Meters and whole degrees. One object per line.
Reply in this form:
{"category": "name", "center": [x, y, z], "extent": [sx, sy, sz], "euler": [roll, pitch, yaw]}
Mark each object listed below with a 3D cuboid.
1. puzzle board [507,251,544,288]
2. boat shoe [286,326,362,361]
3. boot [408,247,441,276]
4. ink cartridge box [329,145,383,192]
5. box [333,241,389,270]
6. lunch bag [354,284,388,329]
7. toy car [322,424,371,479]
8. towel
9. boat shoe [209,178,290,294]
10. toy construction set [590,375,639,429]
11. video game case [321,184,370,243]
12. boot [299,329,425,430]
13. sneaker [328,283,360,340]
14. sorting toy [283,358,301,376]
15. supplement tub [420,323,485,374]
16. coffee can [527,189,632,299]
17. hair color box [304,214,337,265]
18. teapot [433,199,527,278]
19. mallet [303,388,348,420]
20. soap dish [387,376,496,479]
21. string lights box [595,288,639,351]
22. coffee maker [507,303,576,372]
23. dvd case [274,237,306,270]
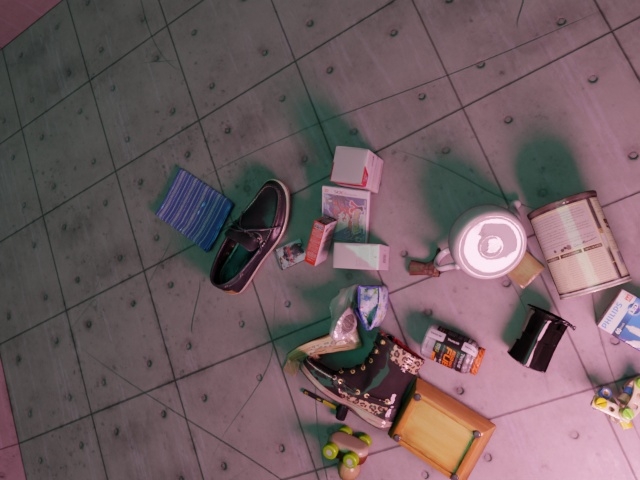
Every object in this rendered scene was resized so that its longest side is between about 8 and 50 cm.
{"category": "puzzle board", "center": [0.647, 0.079, 1.675], "extent": [0.128, 0.011, 0.096], "euler": [46, 104, 20]}
{"category": "boat shoe", "center": [0.011, 0.394, 1.868], "extent": [0.285, 0.104, 0.089], "euler": [-24, 82, 16]}
{"category": "boot", "center": [0.360, 0.073, 1.786], "extent": [0.114, 0.037, 0.107], "euler": [5, 85, 28]}
{"category": "ink cartridge box", "center": [0.133, -0.250, 1.832], "extent": [0.127, 0.176, 0.128], "euler": [10, 89, 26]}
{"category": "box", "center": [0.146, 0.057, 1.824], "extent": [0.170, 0.130, 0.091], "euler": [2, 87, 23]}
{"category": "lunch bag", "center": [0.182, 0.232, 1.795], "extent": [0.096, 0.129, 0.151], "euler": [-2, 87, 24]}
{"category": "toy car", "center": [0.084, 0.777, 1.790], "extent": [0.148, 0.155, 0.189], "euler": [15, 104, 23]}
{"category": "towel", "center": [-0.539, -0.131, 2.181], "extent": [0.336, 0.040, 0.243], "euler": [33, 98, 22]}
{"category": "boat shoe", "center": [-0.275, -0.013, 1.998], "extent": [0.186, 0.156, 0.500], "euler": [33, 97, 24]}
{"category": "toy construction set", "center": [0.940, 0.520, 1.438], "extent": [0.215, 0.151, 0.328], "euler": [-36, 80, -9]}
{"category": "video game case", "center": [0.090, -0.095, 1.877], "extent": [0.183, 0.023, 0.201], "euler": [11, 115, 24]}
{"category": "boot", "center": [0.145, 0.435, 1.765], "extent": [0.377, 0.138, 0.284], "euler": [32, 95, 15]}
{"category": "sneaker", "center": [0.073, 0.261, 1.831], "extent": [0.115, 0.090, 0.232], "euler": [-10, 37, 37]}
{"category": "sorting toy", "center": [-0.097, 0.484, 1.956], "extent": [0.083, 0.012, 0.062], "euler": [26, 91, 26]}
{"category": "supplement tub", "center": [0.434, 0.360, 1.684], "extent": [0.190, 0.117, 0.117], "euler": [21, 94, 24]}
{"category": "coffee can", "center": [0.764, 0.016, 1.526], "extent": [0.201, 0.201, 0.276], "euler": [-21, 78, 20]}
{"category": "hair color box", "center": [0.000, 0.000, 1.885], "extent": [0.053, 0.093, 0.167], "euler": [26, 115, 21]}
{"category": "teapot", "center": [0.516, -0.006, 1.649], "extent": [0.255, 0.187, 0.253], "euler": [6, 108, -3]}
{"category": "mallet", "center": [0.015, 0.605, 1.890], "extent": [0.189, 0.039, 0.062], "euler": [11, 92, 28]}
{"category": "soap dish", "center": [0.387, 0.627, 1.681], "extent": [0.290, 0.118, 0.229], "euler": [29, 97, 22]}
{"category": "string lights box", "center": [0.962, 0.266, 1.489], "extent": [0.259, 0.076, 0.133], "euler": [33, 100, 22]}
{"category": "coffee maker", "center": [0.664, 0.303, 1.563], "extent": [0.120, 0.171, 0.178], "euler": [22, 96, 7]}
{"category": "dvd case", "center": [-0.114, 0.054, 1.998], "extent": [0.119, 0.013, 0.087], "euler": [-25, 77, 20]}
